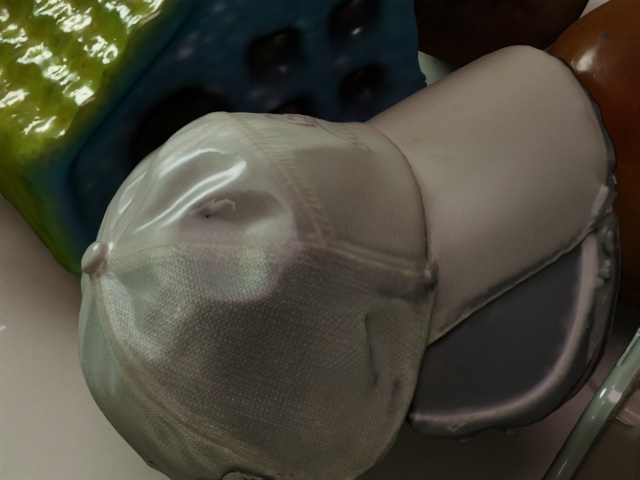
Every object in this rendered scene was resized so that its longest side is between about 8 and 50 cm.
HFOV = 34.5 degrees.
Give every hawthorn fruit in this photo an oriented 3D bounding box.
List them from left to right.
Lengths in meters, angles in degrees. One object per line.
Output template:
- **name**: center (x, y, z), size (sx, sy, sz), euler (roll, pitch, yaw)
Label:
- **hawthorn fruit**: center (0.086, -0.228, 0.742), size (0.199, 0.199, 0.251), euler (-20, 23, -14)

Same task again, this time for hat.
- **hat**: center (0.008, -0.003, 0.492), size (0.275, 0.161, 0.232), euler (-36, 37, -6)

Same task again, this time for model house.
- **model house**: center (-0.109, -0.123, 0.636), size (0.303, 0.216, 0.237), euler (-35, 50, -18)

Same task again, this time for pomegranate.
- **pomegranate**: center (0.201, -0.050, 0.549), size (0.191, 0.191, 0.191), euler (-3, 45, 3)

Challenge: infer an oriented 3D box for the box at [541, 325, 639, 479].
- **box**: center (0.147, 0.089, 0.461), size (0.062, 0.122, 0.089), euler (33, 56, 17)
